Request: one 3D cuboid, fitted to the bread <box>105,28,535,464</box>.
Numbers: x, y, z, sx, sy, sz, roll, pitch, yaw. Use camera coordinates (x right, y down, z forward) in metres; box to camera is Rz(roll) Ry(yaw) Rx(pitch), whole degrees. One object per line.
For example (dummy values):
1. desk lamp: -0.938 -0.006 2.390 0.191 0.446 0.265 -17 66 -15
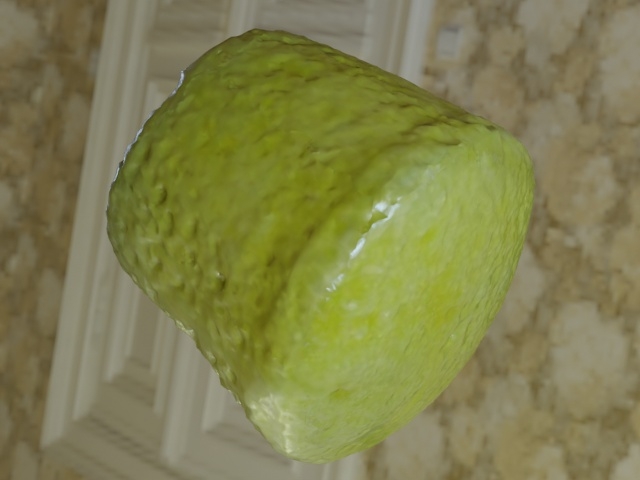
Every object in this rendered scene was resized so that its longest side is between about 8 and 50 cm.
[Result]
1. bread: 0.000 0.000 1.353 0.308 0.348 0.348 35 -163 31
